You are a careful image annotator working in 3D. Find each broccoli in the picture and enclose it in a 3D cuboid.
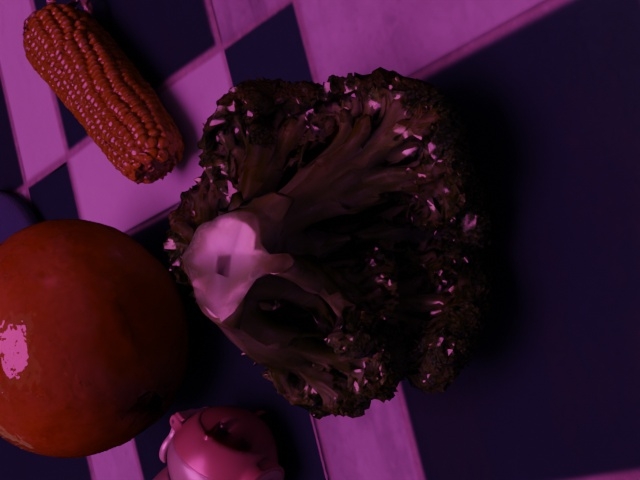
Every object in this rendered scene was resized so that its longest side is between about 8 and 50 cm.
[{"bbox_3d":[0.000,0.000,0.968,0.308,0.275,0.307,0,89,25],"label":"broccoli"}]

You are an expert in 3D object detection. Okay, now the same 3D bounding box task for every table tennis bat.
[{"bbox_3d":[-0.452,0.012,1.671,0.329,0.044,0.215,56,135,25],"label":"table tennis bat"}]

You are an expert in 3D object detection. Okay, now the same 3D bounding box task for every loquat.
[{"bbox_3d":[-0.275,0.107,1.314,0.263,0.263,0.263,11,105,49],"label":"loquat"}]

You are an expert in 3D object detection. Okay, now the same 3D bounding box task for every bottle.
[{"bbox_3d":[-0.120,0.278,1.250,0.147,0.148,0.236,40,117,39],"label":"bottle"}]

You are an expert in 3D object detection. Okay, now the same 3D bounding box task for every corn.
[{"bbox_3d":[-0.245,-0.170,1.354,0.293,0.106,0.106,49,130,29],"label":"corn"}]
